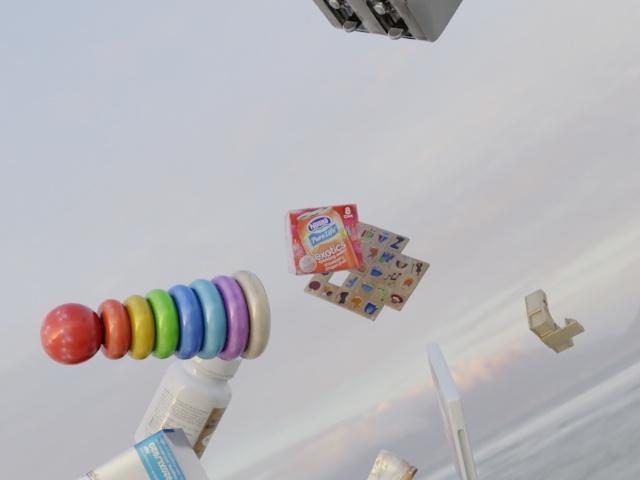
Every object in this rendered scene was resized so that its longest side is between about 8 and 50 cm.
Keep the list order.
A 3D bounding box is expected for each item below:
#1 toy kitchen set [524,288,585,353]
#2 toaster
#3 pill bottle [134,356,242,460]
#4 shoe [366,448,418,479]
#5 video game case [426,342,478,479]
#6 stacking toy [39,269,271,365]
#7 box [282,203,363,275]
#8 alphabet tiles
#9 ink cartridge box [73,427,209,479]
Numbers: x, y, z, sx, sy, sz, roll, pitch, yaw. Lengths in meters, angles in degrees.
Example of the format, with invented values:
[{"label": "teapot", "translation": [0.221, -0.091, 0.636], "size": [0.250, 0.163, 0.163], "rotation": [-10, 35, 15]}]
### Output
[{"label": "toy kitchen set", "translation": [0.395, 0.128, 1.529], "size": [0.068, 0.075, 0.083], "rotation": [-33, -56, 30]}, {"label": "toaster", "translation": [0.097, -0.351, 1.184], "size": [0.186, 0.168, 0.110], "rotation": [-58, -40, -17]}, {"label": "pill bottle", "translation": [-0.237, 0.292, 1.692], "size": [0.229, 0.131, 0.131], "rotation": [-63, -22, 7]}, {"label": "shoe", "translation": [0.066, 0.388, 1.338], "size": [0.219, 0.058, 0.076], "rotation": [-60, -9, 27]}, {"label": "video game case", "translation": [0.196, 0.271, 1.356], "size": [0.023, 0.184, 0.201], "rotation": [-13, 16, 2]}, {"label": "stacking toy", "translation": [-0.246, 0.129, 1.366], "size": [0.330, 0.141, 0.141], "rotation": [-6, -25, -28]}, {"label": "box", "translation": [0.000, 0.000, 1.757], "size": [0.128, 0.123, 0.257], "rotation": [-6, -1, -4]}, {"label": "alphabet tiles", "translation": [0.103, 0.062, 1.904], "size": [0.198, 0.237, 0.009], "rotation": [-54, -42, -18]}, {"label": "ink cartridge box", "translation": [-0.303, 0.434, 1.489], "size": [0.232, 0.168, 0.171], "rotation": [-30, -11, -3]}]
